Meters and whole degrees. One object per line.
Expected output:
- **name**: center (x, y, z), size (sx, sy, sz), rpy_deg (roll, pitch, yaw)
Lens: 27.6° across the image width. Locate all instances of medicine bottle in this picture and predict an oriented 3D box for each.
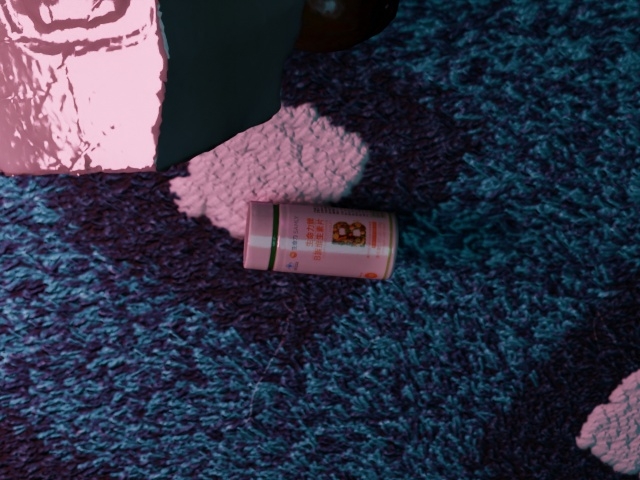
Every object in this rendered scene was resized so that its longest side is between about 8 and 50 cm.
- **medicine bottle**: center (0.000, 0.000, 1.604), size (0.183, 0.086, 0.086), rpy_deg (4, 112, -7)

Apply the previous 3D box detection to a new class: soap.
- **soap**: center (-0.214, -0.295, 1.304), size (0.350, 0.213, 0.435), rpy_deg (4, 114, 35)

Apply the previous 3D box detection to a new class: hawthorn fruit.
- **hawthorn fruit**: center (-0.019, -0.319, 1.409), size (0.250, 0.215, 0.215), rpy_deg (27, 108, -12)
